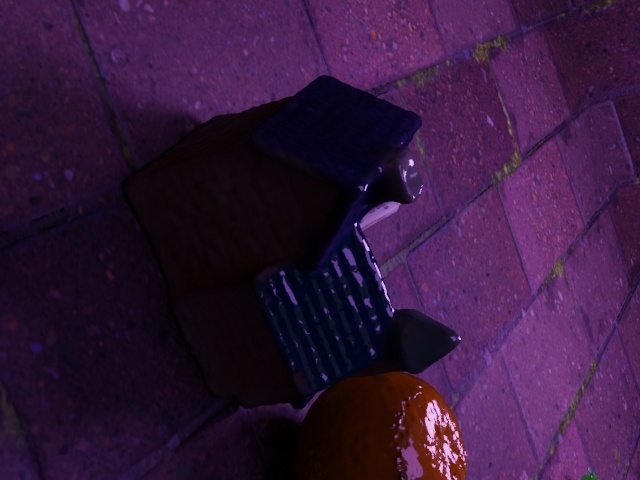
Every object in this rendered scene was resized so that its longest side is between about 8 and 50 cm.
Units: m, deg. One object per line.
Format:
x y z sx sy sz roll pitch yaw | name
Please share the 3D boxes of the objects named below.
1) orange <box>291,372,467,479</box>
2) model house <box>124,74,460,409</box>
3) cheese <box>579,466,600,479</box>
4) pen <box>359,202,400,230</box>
0.068 0.257 1.138 0.219 0.193 0.219 11 74 -43 | orange
0.000 0.000 1.054 0.245 0.280 0.312 -45 116 -57 | model house
0.507 0.576 1.822 0.204 0.083 0.320 47 39 -38 | cheese
0.076 -0.035 1.449 0.218 0.026 0.026 -29 102 -60 | pen
